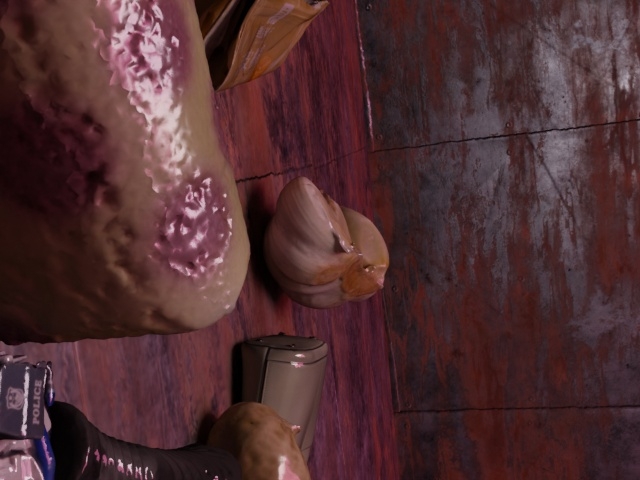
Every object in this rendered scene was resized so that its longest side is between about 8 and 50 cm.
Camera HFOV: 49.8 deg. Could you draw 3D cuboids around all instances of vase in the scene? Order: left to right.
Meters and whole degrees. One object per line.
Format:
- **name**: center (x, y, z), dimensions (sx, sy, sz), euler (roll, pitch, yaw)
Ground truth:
- **vase**: center (-0.151, 0.191, 0.541), dimensions (0.237, 0.116, 0.115), euler (57, 31, -57)

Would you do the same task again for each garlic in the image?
- **garlic**: center (-0.009, 0.011, 1.127), dimensions (0.281, 0.185, 0.203), euler (24, 33, -54)

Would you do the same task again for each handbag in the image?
- **handbag**: center (-0.070, 0.294, 0.994), dimensions (0.241, 0.109, 0.315), euler (17, 82, -76)

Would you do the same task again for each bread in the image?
- **bread**: center (-0.160, -0.108, 0.395), dimensions (0.155, 0.187, 0.338), euler (-81, 164, -62)

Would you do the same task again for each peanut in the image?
- **peanut**: center (-0.074, 0.299, 0.789), dimensions (0.129, 0.129, 0.224), euler (60, 30, -64)

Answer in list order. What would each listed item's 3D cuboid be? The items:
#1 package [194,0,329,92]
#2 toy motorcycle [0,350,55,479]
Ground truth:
- **package**: center (-0.075, -0.325, 0.928), dimensions (0.311, 0.165, 0.221), euler (-56, 140, -70)
- **toy motorcycle**: center (-0.191, 0.160, 0.348), dimensions (0.150, 0.102, 0.221), euler (40, 41, -61)
